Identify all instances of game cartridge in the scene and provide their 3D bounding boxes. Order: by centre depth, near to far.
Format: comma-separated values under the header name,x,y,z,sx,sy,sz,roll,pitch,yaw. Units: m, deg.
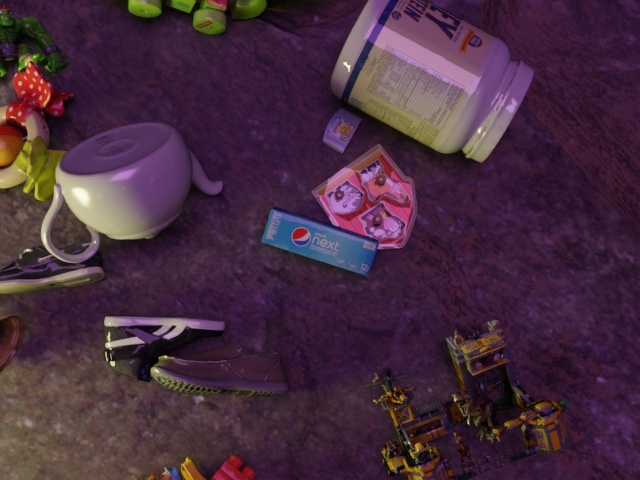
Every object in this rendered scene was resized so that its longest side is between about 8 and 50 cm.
name,x,y,z,sx,sy,sz,roll,pitch,yaw
game cartridge,0.040,-0.220,1.527,0.056,0.017,0.083,28,78,5

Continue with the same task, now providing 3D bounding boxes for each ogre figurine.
name,x,y,z,sx,sy,sz,roll,pitch,yaw
ogre figurine,-0.598,-0.375,1.465,0.197,0.097,0.118,-16,74,-14

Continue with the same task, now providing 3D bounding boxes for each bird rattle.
name,x,y,z,sx,sy,sz,roll,pitch,yaw
bird rattle,-0.563,-0.194,1.425,0.206,0.143,0.254,-19,78,9

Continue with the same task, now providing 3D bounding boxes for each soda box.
name,x,y,z,sx,sy,sz,roll,pitch,yaw
soda box,0.000,0.000,1.446,0.210,0.071,0.067,19,97,-1

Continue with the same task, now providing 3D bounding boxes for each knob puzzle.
name,x,y,z,sx,sy,sz,roll,pitch,yaw
knob puzzle,0.105,-0.067,1.496,0.213,0.030,0.213,1,79,-5

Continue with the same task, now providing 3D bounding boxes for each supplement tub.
name,x,y,z,sx,sy,sz,roll,pitch,yaw
supplement tub,0.207,-0.308,1.445,0.324,0.235,0.235,28,79,1

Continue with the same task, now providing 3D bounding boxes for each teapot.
name,x,y,z,sx,sy,sz,roll,pitch,yaw
teapot,-0.341,-0.084,1.386,0.255,0.253,0.187,-4,122,15

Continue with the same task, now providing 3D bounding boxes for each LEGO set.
name,x,y,z,sx,sy,sz,roll,pitch,yaw
LEGO set,0.242,0.271,1.326,0.331,0.255,0.192,-18,108,4

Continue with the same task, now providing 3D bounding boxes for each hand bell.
name,x,y,z,sx,sy,sz,roll,pitch,yaw
hand bell,-0.669,0.141,1.373,0.242,0.126,0.126,24,78,12

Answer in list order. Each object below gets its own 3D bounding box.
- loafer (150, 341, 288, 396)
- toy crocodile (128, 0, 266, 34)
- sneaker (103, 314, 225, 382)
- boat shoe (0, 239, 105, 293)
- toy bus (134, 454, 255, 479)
name,x,y,z,sx,sy,sz,roll,pitch,yaw
loafer,-0.178,0.229,1.381,0.251,0.094,0.088,10,68,-22
toy crocodile,-0.273,-0.489,1.488,0.340,0.105,0.115,9,78,-20
sneaker,-0.283,0.197,1.401,0.216,0.079,0.121,2,89,-3
boat shoe,-0.517,0.051,1.402,0.233,0.084,0.079,-10,77,-12
toy bus,-0.222,0.452,1.325,0.220,0.149,0.211,35,66,5
